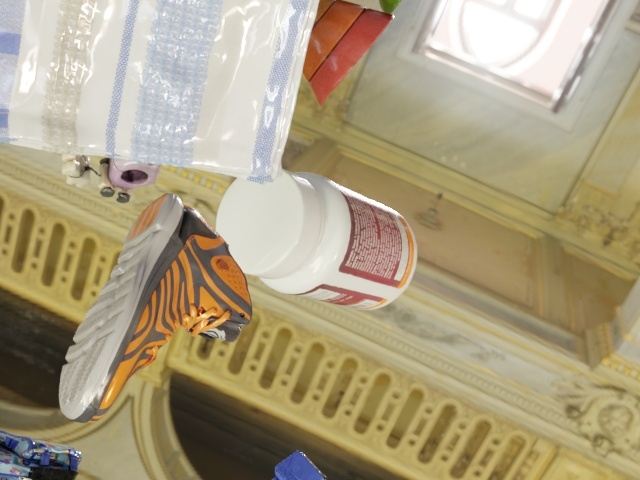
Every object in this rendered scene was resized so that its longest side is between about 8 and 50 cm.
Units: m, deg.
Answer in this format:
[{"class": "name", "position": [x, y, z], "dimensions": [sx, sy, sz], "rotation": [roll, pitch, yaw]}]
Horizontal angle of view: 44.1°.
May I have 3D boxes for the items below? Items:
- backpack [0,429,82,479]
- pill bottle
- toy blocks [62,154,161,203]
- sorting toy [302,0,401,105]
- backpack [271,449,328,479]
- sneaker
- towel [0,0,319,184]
[{"class": "backpack", "position": [-0.455, 0.334, 1.128], "dimensions": [0.158, 0.117, 0.173], "rotation": [-4, 156, 46]}, {"class": "pill bottle", "position": [0.000, 0.000, 1.479], "dimensions": [0.224, 0.224, 0.392], "rotation": [40, -168, 33]}, {"class": "toy blocks", "position": [-0.316, -0.273, 1.161], "dimensions": [0.288, 0.260, 0.309], "rotation": [22, -129, -47]}, {"class": "sorting toy", "position": [0.058, -0.317, 0.868], "dimensions": [0.126, 0.127, 0.365], "rotation": [37, -112, -7]}, {"class": "backpack", "position": [-0.037, 0.463, 1.454], "dimensions": [0.101, 0.120, 0.098], "rotation": [-32, -135, -14]}, {"class": "sneaker", "position": [-0.179, 0.102, 0.969], "dimensions": [0.180, 0.124, 0.321], "rotation": [40, -130, -25]}, {"class": "towel", "position": [-0.136, -0.156, 0.599], "dimensions": [0.285, 0.209, 0.034], "rotation": [6, -162, -30]}]
